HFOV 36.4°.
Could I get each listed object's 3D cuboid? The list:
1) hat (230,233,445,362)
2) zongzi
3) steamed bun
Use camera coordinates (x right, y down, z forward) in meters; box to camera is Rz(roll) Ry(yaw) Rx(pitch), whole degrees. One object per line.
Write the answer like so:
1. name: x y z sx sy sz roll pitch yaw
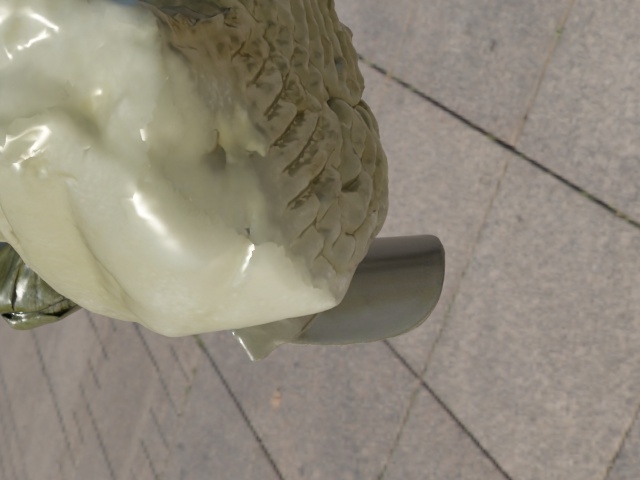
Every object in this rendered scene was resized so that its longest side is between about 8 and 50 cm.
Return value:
1. hat: 0.000 0.000 0.793 0.173 0.144 0.166 -25 33 10
2. zongzi: -0.271 -0.051 1.038 0.125 0.251 0.274 38 148 40
3. steamed bun: -0.107 -0.093 0.519 0.203 0.289 0.276 -24 14 22
